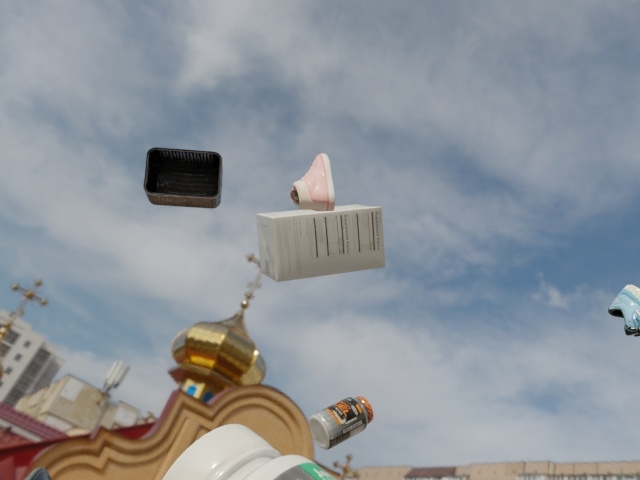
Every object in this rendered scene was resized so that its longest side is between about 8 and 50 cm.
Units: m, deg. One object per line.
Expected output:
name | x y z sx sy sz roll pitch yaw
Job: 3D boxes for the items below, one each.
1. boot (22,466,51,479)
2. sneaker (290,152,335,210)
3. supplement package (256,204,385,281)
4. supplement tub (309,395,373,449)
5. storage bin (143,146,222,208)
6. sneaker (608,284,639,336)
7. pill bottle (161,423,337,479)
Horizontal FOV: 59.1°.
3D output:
boot | -0.526 0.430 0.783 0.229 0.263 0.091 -9 -69 7
sneaker | -0.016 -0.098 0.933 0.070 0.134 0.051 -4 -46 -3
supplement package | 0.000 0.000 1.214 0.244 0.133 0.139 -6 8 -19
supplement tub | 0.069 0.573 1.798 0.117 0.190 0.117 26 -57 47
storage bin | -0.334 -0.152 1.388 0.180 0.122 0.084 3 -15 -9
sneaker | 0.548 0.144 0.938 0.073 0.162 0.063 -41 -61 6
pill bottle | -0.012 0.368 0.607 0.361 0.204 0.204 26 -28 33
